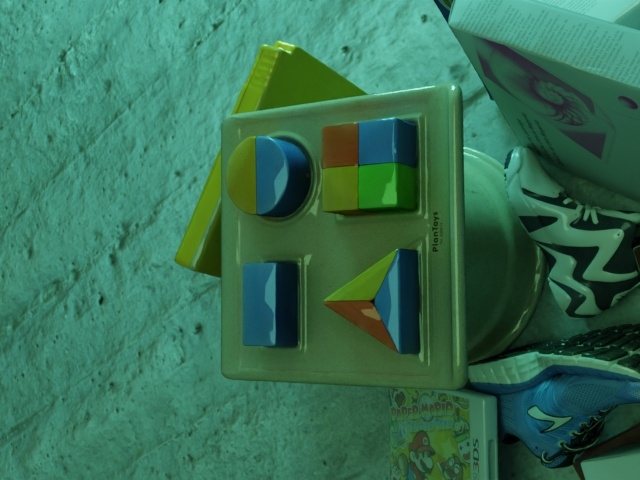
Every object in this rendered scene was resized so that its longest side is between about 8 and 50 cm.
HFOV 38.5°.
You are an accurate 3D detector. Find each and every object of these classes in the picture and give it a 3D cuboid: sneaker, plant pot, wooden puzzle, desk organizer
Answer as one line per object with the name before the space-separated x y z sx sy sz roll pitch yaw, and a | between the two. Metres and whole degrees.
sneaker | 0.312 0.190 1.098 0.330 0.129 0.147 -28 78 63
sneaker | 0.336 -0.032 1.142 0.153 0.094 0.235 -27 74 30
plant pot | 0.079 0.018 1.202 0.333 0.305 0.334 -3 85 37
wooden puzzle | 0.000 0.000 1.021 0.347 0.080 0.322 -3 85 37
desk organizer | 0.377 0.261 1.124 0.130 0.047 0.050 -38 68 29

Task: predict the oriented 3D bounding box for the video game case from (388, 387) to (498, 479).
video game case | 0.160 0.296 1.232 0.227 0.026 0.207 -1 91 63

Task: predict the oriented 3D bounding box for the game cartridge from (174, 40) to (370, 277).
game cartridge | -0.048 -0.089 1.290 0.052 0.285 0.324 21 90 33

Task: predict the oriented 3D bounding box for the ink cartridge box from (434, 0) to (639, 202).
ink cartridge box | 0.272 -0.164 1.058 0.330 0.324 0.071 28 84 35

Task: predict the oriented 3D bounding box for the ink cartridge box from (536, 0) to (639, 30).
ink cartridge box | 0.365 -0.366 1.162 0.296 0.066 0.261 -38 47 29

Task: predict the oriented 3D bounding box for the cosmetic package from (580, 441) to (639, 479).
cosmetic package | 0.462 0.383 0.940 0.284 0.097 0.377 -27 74 49

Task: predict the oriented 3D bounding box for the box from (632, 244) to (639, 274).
box | 0.466 0.060 0.953 0.167 0.203 0.169 -28 69 44
